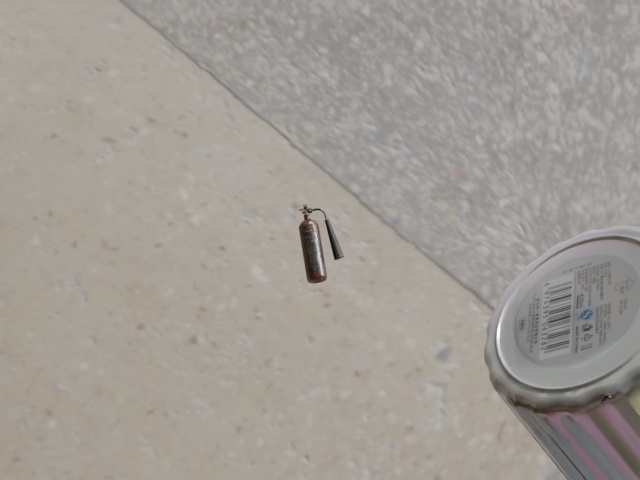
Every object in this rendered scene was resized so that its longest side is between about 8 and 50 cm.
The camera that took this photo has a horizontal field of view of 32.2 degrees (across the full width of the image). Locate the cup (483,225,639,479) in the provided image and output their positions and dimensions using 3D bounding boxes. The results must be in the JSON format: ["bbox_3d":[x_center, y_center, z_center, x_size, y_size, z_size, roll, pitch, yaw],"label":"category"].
[{"bbox_3d":[0.241,0.099,0.732,0.221,0.202,0.167,-19,39,35],"label":"cup"}]

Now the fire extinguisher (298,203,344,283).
[{"bbox_3d":[0.000,-0.002,1.309,0.046,0.032,0.100,-14,75,21],"label":"fire extinguisher"}]
